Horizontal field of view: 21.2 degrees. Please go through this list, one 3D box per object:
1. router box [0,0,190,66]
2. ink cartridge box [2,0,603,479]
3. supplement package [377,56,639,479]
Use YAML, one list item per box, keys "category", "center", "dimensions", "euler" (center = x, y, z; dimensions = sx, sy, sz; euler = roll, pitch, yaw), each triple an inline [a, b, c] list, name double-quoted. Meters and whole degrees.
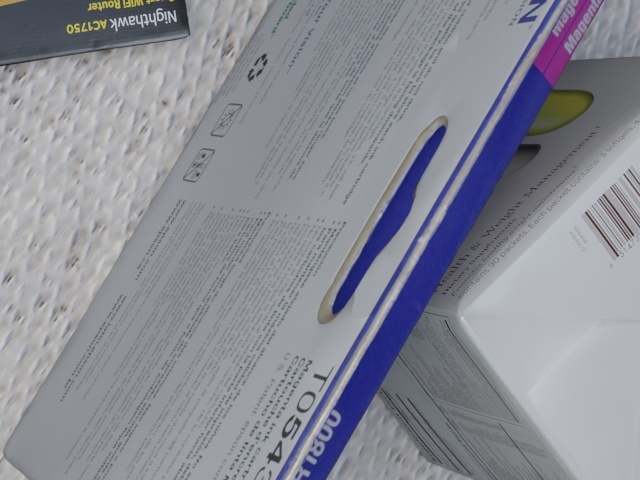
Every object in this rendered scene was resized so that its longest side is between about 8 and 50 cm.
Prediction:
- category: "router box"
  center: [-0.162, -0.152, 0.833]
  dimensions: [0.179, 0.046, 0.133]
  euler: [-12, 99, -23]
- category: "ink cartridge box"
  center: [0.000, 0.000, 0.763]
  dimensions: [0.071, 0.330, 0.324]
  euler: [34, 81, -23]
- category: "supplement package"
  center: [0.127, 0.018, 0.890]
  dimensions: [0.194, 0.203, 0.149]
  euler: [-43, 109, -16]
